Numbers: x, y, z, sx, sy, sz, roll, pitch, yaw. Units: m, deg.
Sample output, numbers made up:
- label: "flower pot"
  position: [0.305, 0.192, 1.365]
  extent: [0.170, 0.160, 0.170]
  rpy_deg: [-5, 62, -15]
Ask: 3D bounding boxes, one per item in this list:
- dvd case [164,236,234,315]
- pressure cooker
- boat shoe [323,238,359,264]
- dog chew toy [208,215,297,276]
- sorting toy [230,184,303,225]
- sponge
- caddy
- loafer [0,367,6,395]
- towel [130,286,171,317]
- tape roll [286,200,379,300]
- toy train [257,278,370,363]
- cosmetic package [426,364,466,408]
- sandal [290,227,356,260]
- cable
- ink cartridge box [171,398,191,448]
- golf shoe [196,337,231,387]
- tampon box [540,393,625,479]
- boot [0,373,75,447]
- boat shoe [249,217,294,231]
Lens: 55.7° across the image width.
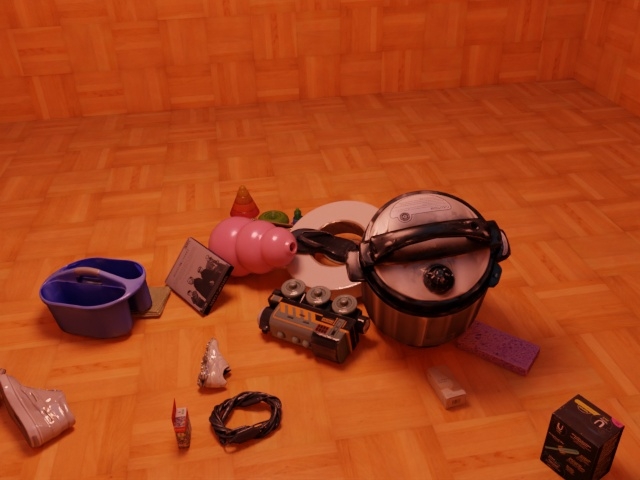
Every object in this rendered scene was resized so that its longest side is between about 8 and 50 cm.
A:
- label: "dvd case"
  position: [-0.400, 0.112, 1.980]
  extent: [0.238, 0.179, 0.029]
  rpy_deg: [30, 1, 40]
- label: "pressure cooker"
  position: [0.294, 0.070, 1.670]
  extent: [0.375, 0.420, 0.370]
  rpy_deg: [35, 71, 21]
- label: "boat shoe"
  position: [0.113, 0.045, 2.124]
  extent: [0.254, 0.079, 0.095]
  rpy_deg: [21, 46, 34]
- label: "dog chew toy"
  position: [-0.216, 0.020, 2.013]
  extent: [0.331, 0.207, 0.206]
  rpy_deg: [0, 27, 39]
- label: "sorting toy"
  position: [-0.208, -0.129, 2.375]
  extent: [0.365, 0.126, 0.127]
  rpy_deg: [19, 37, 30]
- label: "sponge"
  position: [0.511, 0.305, 1.740]
  extent: [0.210, 0.031, 0.117]
  rpy_deg: [20, 38, 31]
- label: "caddy"
  position: [-0.688, 0.156, 1.864]
  extent: [0.341, 0.179, 0.241]
  rpy_deg: [4, 36, 20]
- label: "loafer"
  position: [-0.871, 0.402, 1.644]
  extent: [0.039, 0.045, 0.125]
  rpy_deg: [10, 37, -13]
- label: "towel"
  position: [-0.551, 0.198, 1.961]
  extent: [0.110, 0.027, 0.148]
  rpy_deg: [0, 33, 4]
- label: "tape roll"
  position: [0.067, 0.029, 2.043]
  extent: [0.391, 0.072, 0.392]
  rpy_deg: [-8, 49, 10]
- label: "toy train"
  position: [-0.025, 0.235, 1.788]
  extent: [0.333, 0.142, 0.190]
  rpy_deg: [15, 45, 25]
- label: "cosmetic package"
  position: [0.333, 0.387, 1.609]
  extent: [0.060, 0.041, 0.115]
  rpy_deg: [-11, 34, -15]
- label: "sandal"
  position: [0.001, -0.001, 2.004]
  extent: [0.254, 0.054, 0.097]
  rpy_deg: [10, 54, 25]
- label: "cable"
  position: [-0.187, 0.446, 1.544]
  extent: [0.184, 0.047, 0.150]
  rpy_deg: [-20, 32, -23]
- label: "ink cartridge box"
  position: [-0.338, 0.444, 1.477]
  extent: [0.029, 0.115, 0.063]
  rpy_deg: [-4, 32, -4]
- label: "golf shoe"
  position: [-0.292, 0.347, 1.697]
  extent: [0.086, 0.069, 0.176]
  rpy_deg: [15, 33, -12]
- label: "tampon box"
  position: [0.590, 0.458, 1.372]
  extent: [0.101, 0.161, 0.120]
  rpy_deg: [-22, 38, -29]
- label: "boot"
  position: [-0.736, 0.420, 1.573]
  extent: [0.123, 0.095, 0.258]
  rpy_deg: [-22, 45, -38]
- label: "boat shoe"
  position: [-0.208, -0.044, 2.271]
  extent: [0.285, 0.089, 0.104]
  rpy_deg: [12, 35, 21]
